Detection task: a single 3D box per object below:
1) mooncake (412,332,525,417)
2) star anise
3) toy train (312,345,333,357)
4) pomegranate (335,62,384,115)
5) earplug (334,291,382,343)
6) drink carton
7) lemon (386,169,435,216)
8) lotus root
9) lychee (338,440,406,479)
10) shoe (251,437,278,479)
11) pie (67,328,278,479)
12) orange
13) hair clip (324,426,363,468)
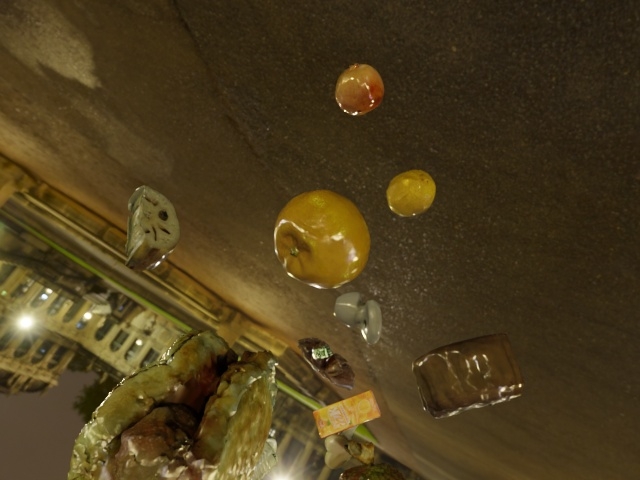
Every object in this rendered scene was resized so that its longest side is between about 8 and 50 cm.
[{"bbox_3d":[0.450,0.420,1.421,0.323,0.187,0.324,-11,153,-5],"label":"mooncake"},{"bbox_3d":[0.033,0.530,2.031,0.331,0.117,0.332,40,162,16],"label":"star anise"},{"bbox_3d":[0.008,0.365,1.518,0.083,0.053,0.033,142,114,-72],"label":"toy train"},{"bbox_3d":[0.147,-0.574,1.768,0.191,0.191,0.191,28,160,11],"label":"pomegranate"},{"bbox_3d":[0.199,0.375,2.307,0.325,0.175,0.214,33,126,49],"label":"earplug"},{"bbox_3d":[0.093,0.610,1.640,0.071,0.222,0.096,69,180,-68],"label":"drink carton"},{"bbox_3d":[0.401,-0.209,2.073,0.204,0.204,0.260,34,148,-7],"label":"lemon"},{"bbox_3d":[-0.482,-0.033,1.329,0.119,0.235,0.138,-32,149,30],"label":"lotus root"},{"bbox_3d":[0.178,0.876,1.590,0.269,0.320,0.270,5,137,5],"label":"lychee"},{"bbox_3d":[-0.171,0.594,1.253,0.110,0.095,0.265,-6,179,-6],"label":"shoe"},{"bbox_3d":[-0.203,0.357,0.685,0.180,0.418,0.395,17,-163,13],"label":"pie"},{"bbox_3d":[0.000,0.000,1.263,0.279,0.235,0.279,30,136,33],"label":"orange"},{"bbox_3d":[0.095,0.753,1.746,0.159,0.219,0.071,38,156,-13],"label":"hair clip"}]
